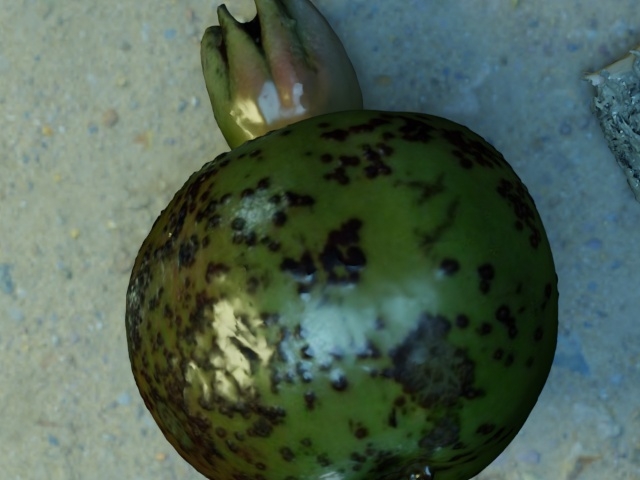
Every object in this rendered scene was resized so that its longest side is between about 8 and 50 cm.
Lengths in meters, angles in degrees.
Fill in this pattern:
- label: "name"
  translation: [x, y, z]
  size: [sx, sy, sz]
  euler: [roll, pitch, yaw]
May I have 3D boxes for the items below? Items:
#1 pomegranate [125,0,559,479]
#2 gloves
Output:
- label: "pomegranate"
  translation: [0.000, 0.000, 1.059]
  size: [0.285, 0.285, 0.340]
  euler: [-21, 69, 8]
- label: "gloves"
  translation: [0.246, -0.070, 1.101]
  size: [0.114, 0.070, 0.153]
  euler: [-38, 101, 10]
